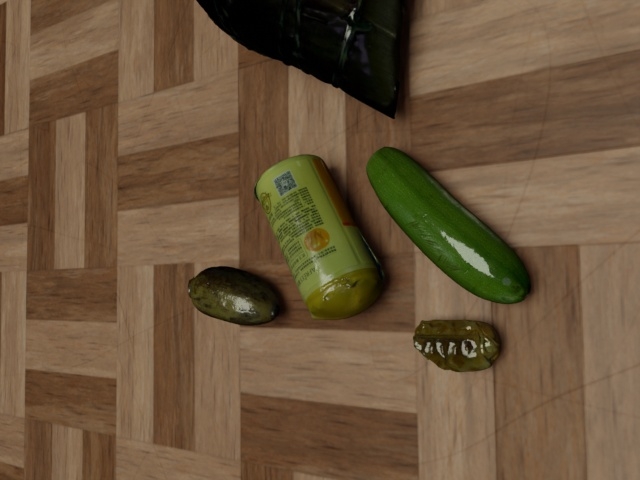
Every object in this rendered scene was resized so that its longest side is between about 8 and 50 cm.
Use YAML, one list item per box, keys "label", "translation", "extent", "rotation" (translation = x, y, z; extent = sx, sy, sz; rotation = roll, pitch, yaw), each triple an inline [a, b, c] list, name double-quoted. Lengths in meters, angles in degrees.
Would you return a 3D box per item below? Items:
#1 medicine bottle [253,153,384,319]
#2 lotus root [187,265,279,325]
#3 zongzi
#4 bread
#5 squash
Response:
- label: "medicine bottle"
  translation: [0.000, 0.000, 0.955]
  extent: [0.124, 0.124, 0.238]
  rotation: [-38, 67, 29]
- label: "lotus root"
  translation: [-0.141, 0.087, 1.072]
  extent: [0.180, 0.089, 0.080]
  rotation: [11, 125, 30]
- label: "zongzi"
  translation: [-0.052, -0.369, 0.992]
  extent: [0.384, 0.362, 0.318]
  rotation: [12, 94, -2]
- label: "bread"
  translation: [0.176, 0.135, 0.853]
  extent: [0.110, 0.060, 0.066]
  rotation: [-4, 56, 35]
- label: "squash"
  translation: [0.152, -0.023, 0.864]
  extent: [0.292, 0.082, 0.082]
  rotation: [48, 115, 28]
